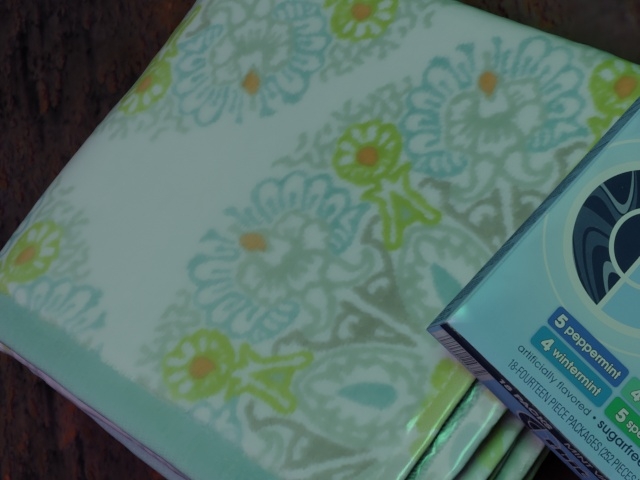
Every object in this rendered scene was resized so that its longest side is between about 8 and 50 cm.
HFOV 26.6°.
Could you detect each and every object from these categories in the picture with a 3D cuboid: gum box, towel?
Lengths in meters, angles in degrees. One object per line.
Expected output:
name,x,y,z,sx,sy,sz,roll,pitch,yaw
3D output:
gum box,0.169,0.028,0.636,0.157,0.041,0.184,44,77,-1
towel,0.000,0.000,0.775,0.374,0.090,0.320,28,73,36
